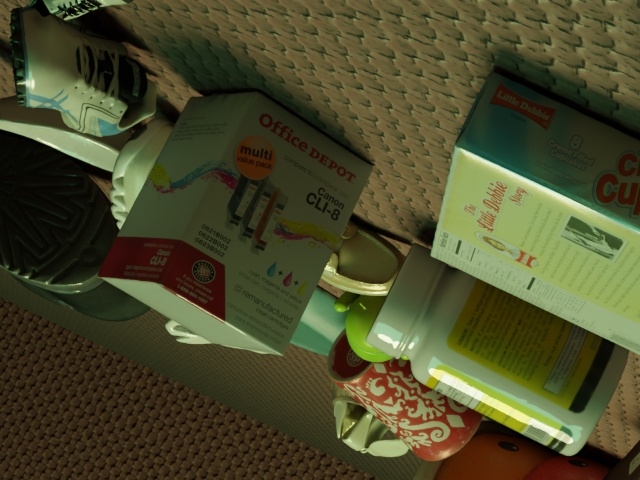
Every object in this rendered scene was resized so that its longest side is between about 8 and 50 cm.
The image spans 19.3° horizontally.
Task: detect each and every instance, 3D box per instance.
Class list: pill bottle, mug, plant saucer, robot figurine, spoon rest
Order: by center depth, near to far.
[{"bbox_3d":[0.153,0.091,1.639,0.209,0.119,0.119,27,169,2],"label":"pill bottle"},{"bbox_3d":[-0.290,-0.128,1.772,0.276,0.084,0.137,32,169,-20],"label":"spoon rest"},{"bbox_3d":[0.060,0.092,2.007,0.101,0.067,0.115,37,171,11],"label":"robot figurine"},{"bbox_3d":[0.083,0.169,2.191,0.150,0.113,0.169,-5,145,48],"label":"mug"},{"bbox_3d":[-0.075,0.067,2.290,0.318,0.043,0.317,25,169,5],"label":"plant saucer"}]

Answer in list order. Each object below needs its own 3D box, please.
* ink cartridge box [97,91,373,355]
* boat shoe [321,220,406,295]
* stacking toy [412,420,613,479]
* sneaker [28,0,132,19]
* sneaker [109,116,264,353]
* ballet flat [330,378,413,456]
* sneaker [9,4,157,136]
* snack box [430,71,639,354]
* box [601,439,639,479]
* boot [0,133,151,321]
[{"bbox_3d":[-0.068,-0.016,1.517,0.128,0.176,0.127,32,166,-26],"label":"ink cartridge box"},{"bbox_3d":[0.000,0.000,1.727,0.170,0.063,0.059,24,175,20],"label":"boat shoe"},{"bbox_3d":[0.366,0.395,2.295,0.480,0.350,0.350,-4,152,35],"label":"stacking toy"},{"bbox_3d":[-0.171,-0.177,1.358,0.040,0.043,0.109,37,164,-37],"label":"sneaker"},{"bbox_3d":[-0.104,0.000,1.746,0.118,0.110,0.292,22,151,33],"label":"sneaker"},{"bbox_3d":[0.077,0.236,2.546,0.108,0.106,0.316,31,169,-19],"label":"ballet flat"},{"bbox_3d":[-0.188,-0.136,1.484,0.086,0.085,0.237,-5,174,9],"label":"sneaker"},{"bbox_3d":[0.175,-0.006,1.278,0.187,0.060,0.322,26,169,6],"label":"snack box"},{"bbox_3d":[0.449,0.370,1.926,0.381,0.191,0.143,31,-147,-3],"label":"box"},{"bbox_3d":[-0.319,0.017,2.337,0.367,0.146,0.445,33,169,26],"label":"boot"}]
